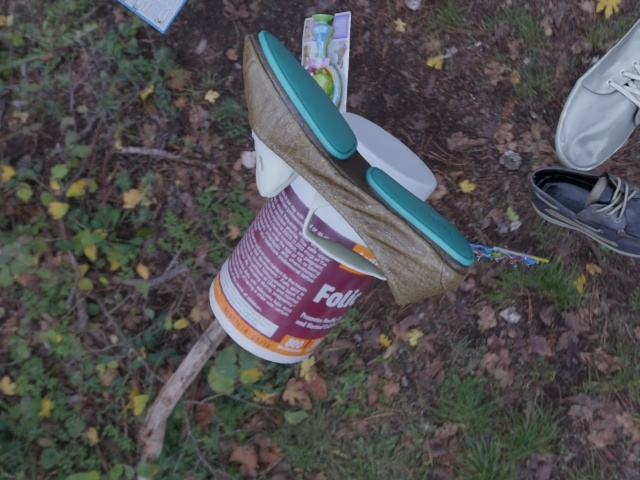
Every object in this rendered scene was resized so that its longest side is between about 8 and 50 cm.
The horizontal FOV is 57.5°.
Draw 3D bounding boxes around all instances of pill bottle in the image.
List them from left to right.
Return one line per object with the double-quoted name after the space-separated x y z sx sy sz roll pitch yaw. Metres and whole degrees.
0.000 0.000 0.977 0.224 0.224 0.392 43 115 14 "pill bottle"

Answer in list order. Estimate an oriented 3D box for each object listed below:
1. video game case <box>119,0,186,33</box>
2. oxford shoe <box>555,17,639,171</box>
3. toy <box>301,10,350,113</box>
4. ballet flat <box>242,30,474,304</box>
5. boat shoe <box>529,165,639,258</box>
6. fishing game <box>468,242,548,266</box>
-0.293 -0.438 0.948 0.166 0.015 0.119 35 98 -14 "video game case"
0.681 -0.350 1.270 0.169 0.130 0.449 35 102 -5 "oxford shoe"
-0.011 -0.301 1.089 0.137 0.056 0.237 17 105 49 "toy"
0.012 -0.060 0.626 0.342 0.116 0.124 46 115 -5 "ballet flat"
0.566 -0.062 1.154 0.355 0.130 0.132 22 84 45 "boat shoe"
0.433 0.041 1.421 0.189 0.264 0.041 14 88 -14 "fishing game"
